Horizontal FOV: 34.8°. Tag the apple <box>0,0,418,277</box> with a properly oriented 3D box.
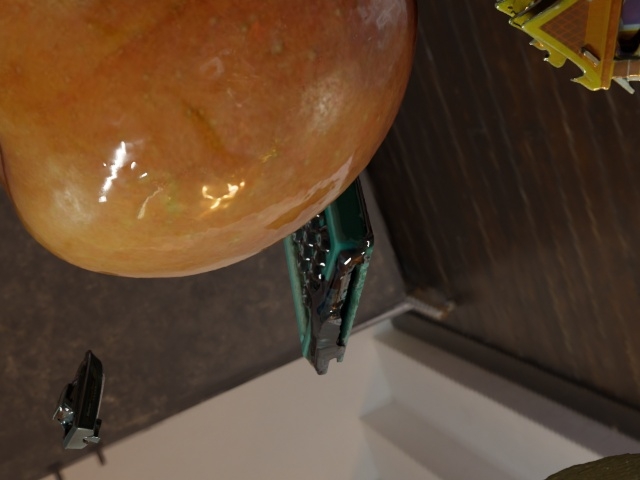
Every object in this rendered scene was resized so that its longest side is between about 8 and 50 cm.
[{"bbox_3d":[-0.083,-0.107,0.494,0.253,0.254,0.253,57,161,32],"label":"apple"}]

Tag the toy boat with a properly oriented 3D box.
[{"bbox_3d":[-0.308,0.199,1.324,0.055,0.060,0.141,-54,25,39],"label":"toy boat"}]

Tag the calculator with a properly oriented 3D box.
[{"bbox_3d":[0.000,0.000,1.277,0.274,0.058,0.248,105,159,-52],"label":"calculator"}]

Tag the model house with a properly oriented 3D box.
[{"bbox_3d":[0.422,-0.383,1.448,0.242,0.313,0.357,-106,13,-56],"label":"model house"}]

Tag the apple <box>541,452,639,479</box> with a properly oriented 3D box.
[{"bbox_3d":[0.242,0.320,0.957,0.346,0.179,0.254,-10,-69,-80],"label":"apple"}]
